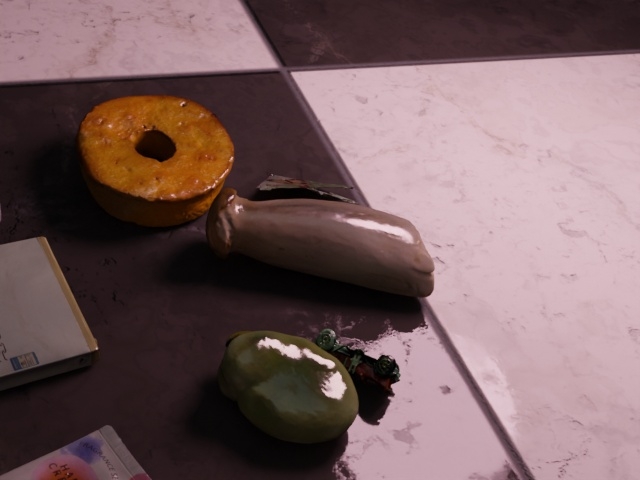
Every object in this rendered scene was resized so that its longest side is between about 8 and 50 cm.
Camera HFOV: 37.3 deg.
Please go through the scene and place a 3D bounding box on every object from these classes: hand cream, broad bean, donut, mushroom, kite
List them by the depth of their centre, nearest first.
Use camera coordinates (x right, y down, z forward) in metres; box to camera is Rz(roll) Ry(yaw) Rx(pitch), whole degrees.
[{"bbox_3d":[-0.386,0.338,1.214,0.340,0.078,0.124,-20,49,-38],"label":"hand cream"},{"bbox_3d":[-0.050,0.215,1.424,0.228,0.100,0.169,42,53,16],"label":"broad bean"},{"bbox_3d":[0.003,-0.007,1.658,0.407,0.138,0.154,13,53,-9],"label":"mushroom"},{"bbox_3d":[-0.306,-0.143,1.747,0.302,0.110,0.303,7,43,-6],"label":"donut"},{"bbox_3d":[-0.022,-0.096,1.770,0.229,0.012,0.250,-5,16,-40],"label":"kite"}]

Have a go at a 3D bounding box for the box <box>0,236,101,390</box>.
[{"bbox_3d":[-0.477,0.111,1.460,0.210,0.045,0.270,-15,48,-29],"label":"box"}]

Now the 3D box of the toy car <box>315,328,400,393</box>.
[{"bbox_3d":[0.057,0.190,1.492,0.143,0.073,0.054,21,77,15],"label":"toy car"}]
